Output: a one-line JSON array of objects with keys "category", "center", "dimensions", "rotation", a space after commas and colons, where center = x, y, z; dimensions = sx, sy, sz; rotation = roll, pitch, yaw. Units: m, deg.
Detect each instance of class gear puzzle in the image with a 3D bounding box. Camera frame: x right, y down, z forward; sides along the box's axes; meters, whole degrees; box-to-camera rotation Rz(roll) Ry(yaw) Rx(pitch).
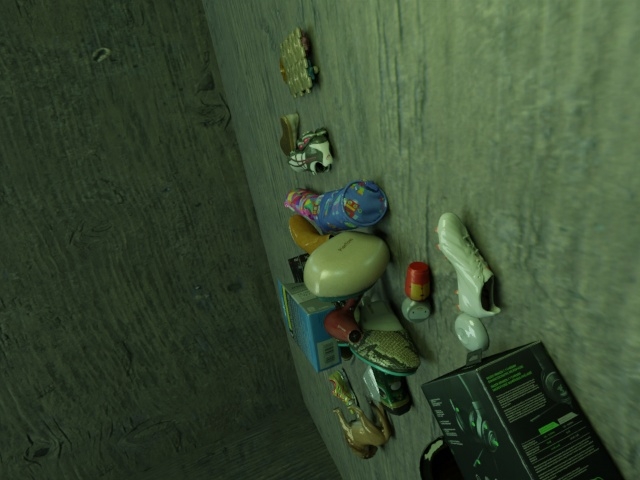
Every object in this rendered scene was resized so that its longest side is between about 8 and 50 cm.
[{"category": "gear puzzle", "center": [-0.076, -0.540, 1.258], "dimensions": [0.339, 0.044, 0.175], "rotation": [-142, 36, -68]}]

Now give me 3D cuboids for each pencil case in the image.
[{"category": "pencil case", "center": [-0.060, -0.138, 1.515], "dimensions": [0.236, 0.105, 0.104], "rotation": [-151, 46, -66]}, {"category": "pencil case", "center": [0.070, -0.091, 1.098], "dimensions": [0.132, 0.120, 0.306], "rotation": [-69, 14, -7]}]

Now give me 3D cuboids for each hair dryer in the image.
[{"category": "hair dryer", "center": [0.076, 0.169, 1.113], "dimensions": [0.293, 0.080, 0.223], "rotation": [-88, 20, -52]}]

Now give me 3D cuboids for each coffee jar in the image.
[{"category": "coffee jar", "center": [0.215, 0.437, 1.238], "dimensions": [0.096, 0.079, 0.184], "rotation": [-4, 102, 69]}]

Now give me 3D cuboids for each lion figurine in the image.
[{"category": "lion figurine", "center": [0.182, 0.738, 1.568], "dimensions": [0.240, 0.142, 0.392], "rotation": [60, 157, 16]}]

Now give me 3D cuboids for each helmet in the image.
[{"category": "helmet", "center": [0.300, 0.486, 0.841], "dimensions": [0.169, 0.170, 0.161], "rotation": [67, 152, 19]}]

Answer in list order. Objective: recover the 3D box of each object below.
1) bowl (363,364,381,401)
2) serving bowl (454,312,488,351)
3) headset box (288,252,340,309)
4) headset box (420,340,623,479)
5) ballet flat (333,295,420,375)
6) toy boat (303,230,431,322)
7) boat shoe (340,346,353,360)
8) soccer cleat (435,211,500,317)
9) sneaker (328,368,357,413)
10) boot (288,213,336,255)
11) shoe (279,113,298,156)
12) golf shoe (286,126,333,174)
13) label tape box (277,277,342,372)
[{"category": "bowl", "center": [0.198, 0.495, 1.407], "dimensions": [0.142, 0.053, 0.141], "rotation": [101, 147, -57]}, {"category": "serving bowl", "center": [0.294, 0.185, 0.801], "dimensions": [0.083, 0.027, 0.083], "rotation": [162, 90, -75]}, {"category": "headset box", "center": [-0.028, 0.197, 1.735], "dimensions": [0.218, 0.110, 0.292], "rotation": [160, 93, -73]}, {"category": "headset box", "center": [0.318, 0.328, 0.685], "dimensions": [0.246, 0.132, 0.282], "rotation": [105, 144, -63]}, {"category": "ballet flat", "center": [0.142, 0.258, 1.201], "dimensions": [0.483, 0.164, 0.181], "rotation": [162, 110, -76]}, {"category": "toy boat", "center": [0.117, 0.094, 0.985], "dimensions": [0.319, 0.268, 0.147], "rotation": [16, 124, 33]}, {"category": "boat shoe", "center": [0.083, 0.406, 1.661], "dimensions": [0.223, 0.080, 0.073], "rotation": [-117, 12, -47]}, {"category": "soccer cleat", "center": [0.262, 0.041, 0.706], "dimensions": [0.076, 0.068, 0.196], "rotation": [-11, 98, 59]}, {"category": "sneaker", "center": [0.102, 0.714, 1.882], "dimensions": [0.081, 0.094, 0.208], "rotation": [104, 144, -58]}, {"category": "boot", "center": [0.000, 0.001, 1.458], "dimensions": [0.294, 0.104, 0.211], "rotation": [59, 156, 6]}, {"category": "shoe", "center": [-0.110, -0.389, 1.509], "dimensions": [0.076, 0.058, 0.219], "rotation": [46, 160, 16]}, {"category": "golf shoe", "center": [-0.034, -0.256, 1.304], "dimensions": [0.120, 0.105, 0.273], "rotation": [64, 164, 2]}, {"category": "label tape box", "center": [-0.049, 0.301, 1.558], "dimensions": [0.348, 0.115, 0.248], "rotation": [-143, 41, -61]}]
